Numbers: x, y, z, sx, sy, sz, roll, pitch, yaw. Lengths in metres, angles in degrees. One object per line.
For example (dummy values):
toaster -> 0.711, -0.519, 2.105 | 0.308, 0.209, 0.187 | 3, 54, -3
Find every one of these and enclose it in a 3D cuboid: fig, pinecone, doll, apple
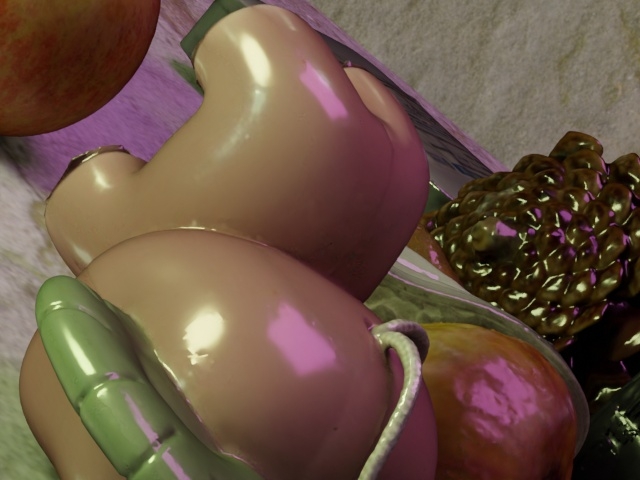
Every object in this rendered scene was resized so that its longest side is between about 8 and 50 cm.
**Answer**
fig -> 0.028, 0.103, 1.037 | 0.257, 0.159, 0.159 | 25, -1, 42
pinecone -> 0.202, 0.050, 1.494 | 0.264, 0.264, 0.264 | 37, 11, -8
doll -> -0.018, 0.058, 0.807 | 0.284, 0.216, 0.268 | 31, 19, -45
apple -> -0.214, -0.167, 1.213 | 0.209, 0.164, 0.209 | 30, 23, -14

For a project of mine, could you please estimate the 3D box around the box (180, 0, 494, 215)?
box -> 0.071, -0.091, 1.978 | 0.396, 0.111, 0.396 | 44, 13, 24

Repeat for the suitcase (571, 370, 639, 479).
suitcase -> 0.371, 0.152, 1.371 | 0.345, 0.339, 0.188 | 26, 21, -51

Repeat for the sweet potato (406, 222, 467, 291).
sweet potato -> 0.100, 0.090, 1.349 | 0.072, 0.066, 0.314 | -15, 54, -24

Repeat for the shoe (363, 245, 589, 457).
shoe -> 0.036, 0.051, 1.274 | 0.316, 0.124, 0.159 | 37, 4, -11
